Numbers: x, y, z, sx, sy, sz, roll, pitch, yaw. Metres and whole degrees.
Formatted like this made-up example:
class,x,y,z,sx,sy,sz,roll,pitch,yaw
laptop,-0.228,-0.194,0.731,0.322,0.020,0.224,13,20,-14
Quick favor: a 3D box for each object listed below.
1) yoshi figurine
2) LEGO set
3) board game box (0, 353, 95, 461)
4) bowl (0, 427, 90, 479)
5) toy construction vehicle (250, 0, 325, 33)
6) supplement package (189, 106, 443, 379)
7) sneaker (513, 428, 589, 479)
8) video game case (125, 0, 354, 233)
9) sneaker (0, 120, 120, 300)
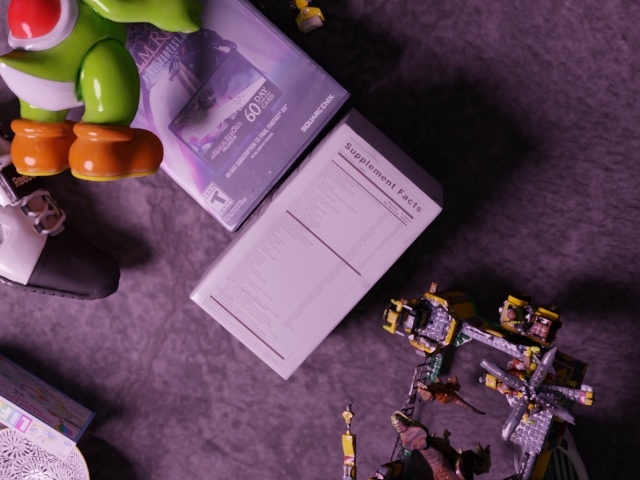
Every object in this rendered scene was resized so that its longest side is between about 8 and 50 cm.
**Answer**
class,x,y,z,sx,sy,sz,roll,pitch,yaw
yoshi figurine,-0.229,-0.252,1.547,0.203,0.203,0.362,-5,105,-12
LEGO set,0.125,0.212,1.585,0.255,0.192,0.331,31,108,27
board game box,-0.326,0.174,1.689,0.154,0.103,0.026,33,102,-3
bowl,-0.329,0.298,1.714,0.170,0.170,0.080,-6,145,5
toy construction vehicle,-0.043,-0.255,1.619,0.086,0.035,0.098,-28,90,8
supplement package,0.000,0.000,1.616,0.139,0.134,0.244,42,102,-5
sneaker,0.261,0.322,1.689,0.094,0.091,0.258,-16,100,7
video game case,-0.128,-0.171,1.613,0.274,0.026,0.196,43,104,5
sneaker,-0.347,-0.054,1.633,0.330,0.122,0.146,28,104,-3
